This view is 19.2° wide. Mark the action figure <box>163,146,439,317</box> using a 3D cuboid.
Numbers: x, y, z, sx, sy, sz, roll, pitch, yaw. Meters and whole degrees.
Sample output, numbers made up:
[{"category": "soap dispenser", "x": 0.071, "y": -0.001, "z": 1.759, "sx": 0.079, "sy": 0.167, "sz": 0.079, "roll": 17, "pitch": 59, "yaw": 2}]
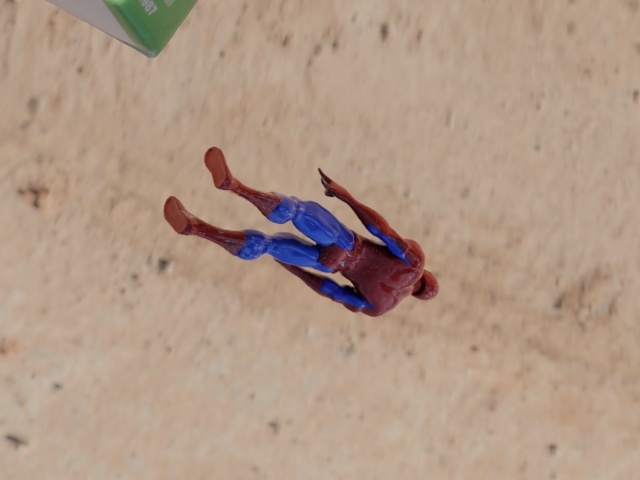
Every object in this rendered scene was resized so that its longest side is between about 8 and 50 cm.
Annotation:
[{"category": "action figure", "x": 0.000, "y": 0.000, "z": 0.657, "sx": 0.115, "sy": 0.030, "sz": 0.038, "roll": 25, "pitch": 111, "yaw": -36}]

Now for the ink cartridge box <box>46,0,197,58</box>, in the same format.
[{"category": "ink cartridge box", "x": -0.038, "y": -0.185, "z": 0.494, "sx": 0.092, "sy": 0.219, "sz": 0.160, "roll": 30, "pitch": 168, "yaw": 24}]
